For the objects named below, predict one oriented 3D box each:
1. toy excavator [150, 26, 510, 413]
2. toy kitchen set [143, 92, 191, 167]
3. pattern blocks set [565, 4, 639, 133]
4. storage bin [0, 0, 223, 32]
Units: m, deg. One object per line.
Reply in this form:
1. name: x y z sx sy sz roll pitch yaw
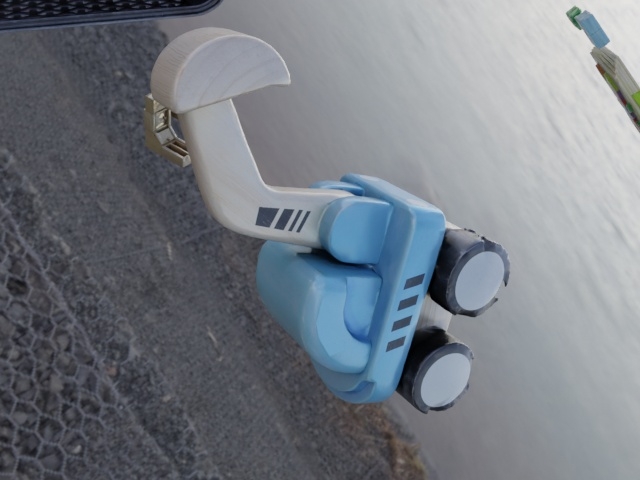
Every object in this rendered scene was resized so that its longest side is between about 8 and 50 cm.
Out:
1. toy excavator: 0.000 0.000 0.835 0.445 0.432 0.222 3 20 -33
2. toy kitchen set: -0.197 -0.164 0.969 0.075 0.083 0.068 30 43 21
3. pattern blocks set: 0.446 -0.194 0.980 0.324 0.026 0.285 53 22 -5
4. storage bin: -0.145 -0.184 0.357 0.180 0.122 0.084 -10 39 -17
